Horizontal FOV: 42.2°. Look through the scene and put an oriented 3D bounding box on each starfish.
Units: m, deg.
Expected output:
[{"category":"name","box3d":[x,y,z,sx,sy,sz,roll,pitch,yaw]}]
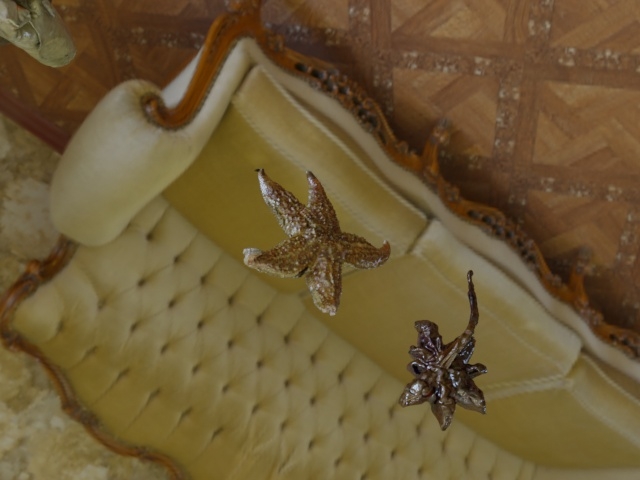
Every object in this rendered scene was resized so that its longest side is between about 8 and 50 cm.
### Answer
[{"category":"starfish","box3d":[0.001,-0.001,1.028,0.240,0.227,0.043,5,143,-41]}]

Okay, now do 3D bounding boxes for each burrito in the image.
[{"category":"burrito","box3d":[-0.239,-0.181,0.696,0.045,0.058,0.188,1,-177,-6]}]

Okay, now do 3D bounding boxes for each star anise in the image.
[{"category":"star anise","box3d":[0.147,0.119,0.931,0.097,0.190,0.070,9,145,9]}]

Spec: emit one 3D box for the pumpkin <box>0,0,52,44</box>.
[{"category":"pumpkin","box3d":[-0.342,-0.260,0.760,0.202,0.202,0.140,24,107,-7]}]
